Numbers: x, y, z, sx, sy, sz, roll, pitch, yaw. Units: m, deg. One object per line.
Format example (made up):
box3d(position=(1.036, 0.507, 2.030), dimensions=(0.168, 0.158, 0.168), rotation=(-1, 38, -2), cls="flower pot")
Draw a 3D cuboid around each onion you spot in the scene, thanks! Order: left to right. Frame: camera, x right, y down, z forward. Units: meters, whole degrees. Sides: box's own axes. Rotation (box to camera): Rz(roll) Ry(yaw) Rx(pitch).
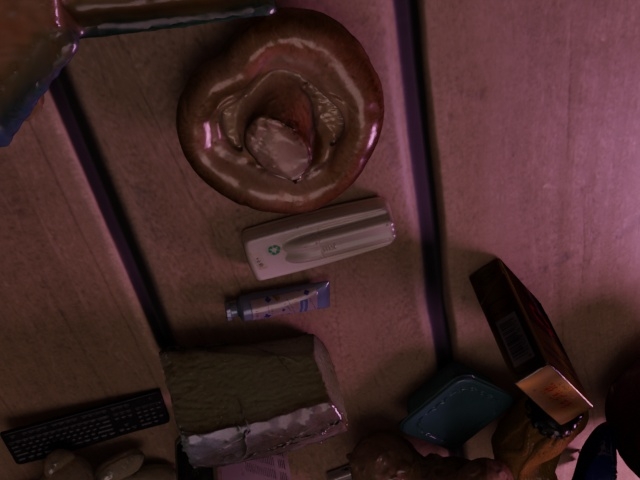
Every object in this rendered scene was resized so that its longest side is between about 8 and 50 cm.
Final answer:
box3d(position=(0.666, 0.367, 1.625), dimensions=(0.285, 0.347, 0.347), rotation=(-39, 143, -35), cls="onion")

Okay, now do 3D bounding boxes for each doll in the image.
box3d(position=(-0.398, 0.460, 1.635), dimensions=(0.278, 0.175, 0.149), rotation=(14, 166, -41), cls="doll")

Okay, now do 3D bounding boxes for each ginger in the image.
box3d(position=(0.208, 0.449, 1.674), dimensions=(0.304, 0.155, 0.244), rotation=(4, 150, 17), cls="ginger")

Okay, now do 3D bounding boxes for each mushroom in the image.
box3d(position=(-0.052, -0.161, 1.159), dimensions=(0.278, 0.146, 0.278), rotation=(0, 125, 0), cls="mushroom")

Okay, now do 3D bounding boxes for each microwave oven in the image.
box3d(position=(-0.147, 0.440, 1.585), dimensions=(0.194, 0.240, 0.145), rotation=(26, 120, -30), cls="microwave oven")

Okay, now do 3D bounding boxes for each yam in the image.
box3d(position=(-0.102, 0.257, 1.482), dimensions=(0.271, 0.202, 0.201), rotation=(-13, 153, -2), cls="yam")

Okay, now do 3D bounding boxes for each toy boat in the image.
box3d(position=(0.498, 0.472, 1.732), dimensions=(0.072, 0.219, 0.318), rotation=(19, 155, 8), cls="toy boat")

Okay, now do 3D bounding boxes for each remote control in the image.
box3d(position=(0.000, -0.001, 1.367), dimensions=(0.230, 0.049, 0.090), rotation=(-15, 129, 3), cls="remote control")
box3d(position=(0.082, 0.516, 1.838), dimensions=(0.087, 0.029, 0.190), rotation=(-20, 131, 6), cls="remote control")

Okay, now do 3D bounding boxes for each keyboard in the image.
box3d(position=(-0.456, 0.333, 1.561), dimensions=(0.381, 0.041, 0.103), rotation=(-11, 131, -3), cls="keyboard")

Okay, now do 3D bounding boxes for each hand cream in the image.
box3d(position=(-0.068, 0.099, 1.444), dimensions=(0.171, 0.043, 0.065), rotation=(-10, 137, -10), cls="hand cream")

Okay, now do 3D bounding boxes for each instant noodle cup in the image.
box3d(position=(0.244, 0.298, 1.659), dimensions=(0.157, 0.070, 0.179), rotation=(28, 119, -32), cls="instant noodle cup")

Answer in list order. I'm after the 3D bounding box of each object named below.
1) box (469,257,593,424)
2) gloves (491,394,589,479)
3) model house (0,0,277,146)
box3d(position=(0.334, 0.160, 1.446), dimensions=(0.071, 0.240, 0.159), rotation=(-37, 127, 18), cls="box")
box3d(position=(0.407, 0.375, 1.693), dimensions=(0.155, 0.203, 0.356), rotation=(18, 142, 23), cls="gloves")
box3d(position=(-0.253, -0.320, 0.893), dimensions=(0.382, 0.334, 0.342), rotation=(-9, 142, -10), cls="model house")
